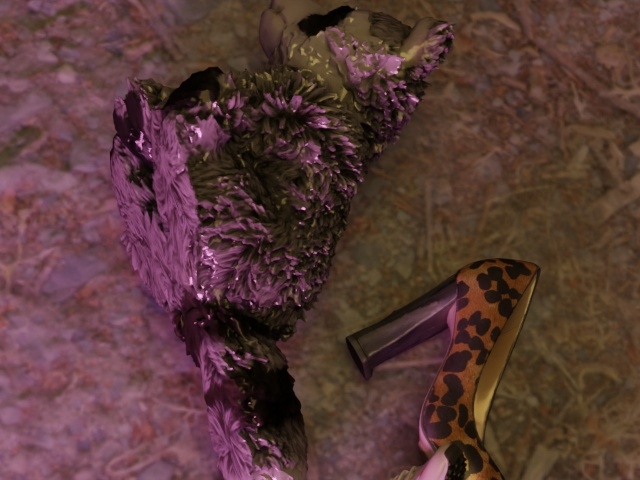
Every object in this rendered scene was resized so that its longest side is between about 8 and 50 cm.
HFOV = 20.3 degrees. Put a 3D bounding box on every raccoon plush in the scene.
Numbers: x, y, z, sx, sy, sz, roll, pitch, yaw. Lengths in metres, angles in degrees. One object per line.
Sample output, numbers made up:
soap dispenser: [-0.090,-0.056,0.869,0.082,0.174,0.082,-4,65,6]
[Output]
raccoon plush: [0.000,0.000,1.565,0.299,0.216,0.447,-13,95,-25]

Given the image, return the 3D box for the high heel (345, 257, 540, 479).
high heel: [0.163,0.138,1.536,0.186,0.093,0.261,-28,65,-10]

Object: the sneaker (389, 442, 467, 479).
sneaker: [0.058,0.219,1.470,0.075,0.161,0.057,34,34,13]
